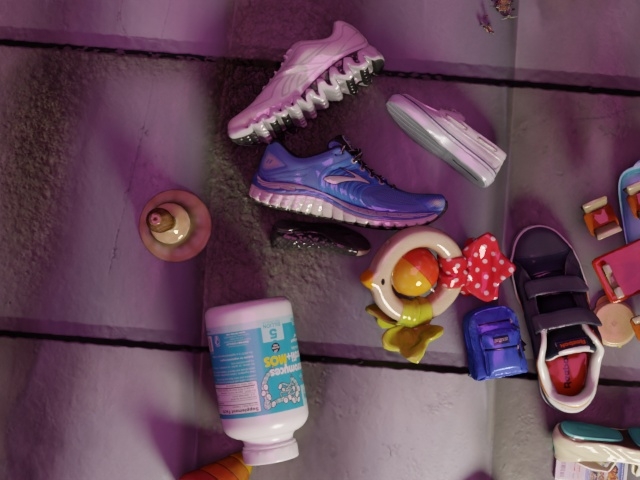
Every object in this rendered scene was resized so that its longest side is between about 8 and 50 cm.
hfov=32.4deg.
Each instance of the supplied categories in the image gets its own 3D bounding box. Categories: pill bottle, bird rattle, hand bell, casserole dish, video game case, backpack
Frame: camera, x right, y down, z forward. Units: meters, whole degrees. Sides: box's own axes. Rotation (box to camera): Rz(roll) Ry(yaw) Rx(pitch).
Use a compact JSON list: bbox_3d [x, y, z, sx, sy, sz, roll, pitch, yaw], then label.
[{"bbox_3d":[-0.101,0.230,1.813,0.146,0.146,0.264,-9,88,0],"label":"pill bottle"},{"bbox_3d":[0.179,0.067,1.795,0.253,0.143,0.207,-41,120,7],"label":"bird rattle"},{"bbox_3d":[-0.250,-0.030,1.775,0.126,0.242,0.126,0,88,1],"label":"hand bell"},{"bbox_3d":[0.566,-0.045,1.880,0.114,0.037,0.188,-8,89,-1],"label":"casserole dish"},{"bbox_3d":[0.462,0.369,1.875,0.122,0.011,0.087,6,87,0],"label":"video game case"},{"bbox_3d":[0.294,0.167,1.840,0.098,0.101,0.120,-9,86,-9],"label":"backpack"}]

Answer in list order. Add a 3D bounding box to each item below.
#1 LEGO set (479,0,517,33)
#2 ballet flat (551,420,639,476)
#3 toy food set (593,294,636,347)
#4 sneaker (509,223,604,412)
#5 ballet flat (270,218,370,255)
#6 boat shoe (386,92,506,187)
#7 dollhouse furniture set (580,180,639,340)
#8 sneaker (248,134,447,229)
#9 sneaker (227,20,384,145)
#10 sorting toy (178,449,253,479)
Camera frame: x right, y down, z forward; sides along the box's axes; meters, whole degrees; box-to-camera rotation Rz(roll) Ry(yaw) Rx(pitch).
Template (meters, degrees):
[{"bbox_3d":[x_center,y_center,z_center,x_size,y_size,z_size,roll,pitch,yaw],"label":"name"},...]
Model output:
[{"bbox_3d":[0.309,-0.396,1.904,0.083,0.023,0.054,-36,86,12],"label":"LEGO set"},{"bbox_3d":[0.506,0.351,1.839,0.248,0.086,0.086,7,88,2],"label":"ballet flat"},{"bbox_3d":[0.497,0.141,1.880,0.083,0.020,0.082,29,88,1],"label":"toy food set"},{"bbox_3d":[0.399,0.127,1.830,0.126,0.127,0.321,-13,86,1],"label":"sneaker"},{"bbox_3d":[0.000,0.000,1.879,0.173,0.057,0.049,10,128,1],"label":"ballet flat"},{"bbox_3d":[0.215,-0.185,1.873,0.226,0.083,0.076,40,76,-10],"label":"boat shoe"},{"bbox_3d":[0.582,0.017,1.816,0.259,0.135,0.262,-24,88,10],"label":"dollhouse furniture set"},{"bbox_3d":[0.053,-0.099,1.836,0.330,0.130,0.147,12,90,1],"label":"sneaker"},{"bbox_3d":[-0.039,-0.262,1.863,0.292,0.110,0.118,-33,78,-7],"label":"sneaker"},{"bbox_3d":[-0.066,0.483,1.842,0.365,0.127,0.126,45,59,-1],"label":"sorting toy"}]
